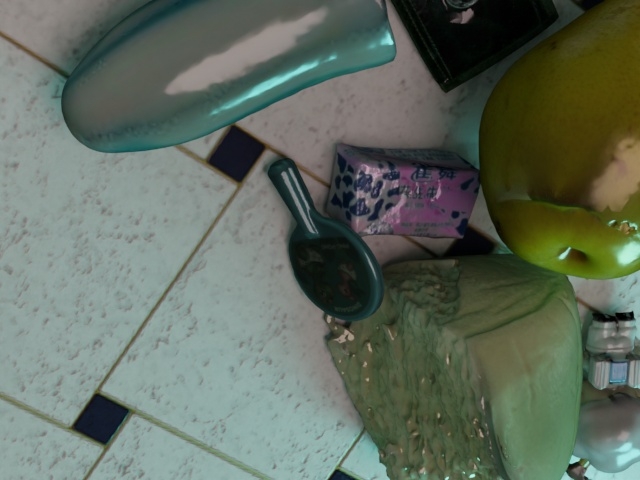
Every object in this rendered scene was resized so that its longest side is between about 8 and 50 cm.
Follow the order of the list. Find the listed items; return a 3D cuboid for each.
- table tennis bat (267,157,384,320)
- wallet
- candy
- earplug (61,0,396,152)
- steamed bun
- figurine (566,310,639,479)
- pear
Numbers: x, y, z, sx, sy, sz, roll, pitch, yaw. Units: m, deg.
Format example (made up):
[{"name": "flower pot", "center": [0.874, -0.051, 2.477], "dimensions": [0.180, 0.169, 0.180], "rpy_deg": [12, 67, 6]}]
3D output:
[{"name": "table tennis bat", "center": [0.000, 0.000, 1.830], "dimensions": [0.033, 0.124, 0.201], "rpy_deg": [-40, 107, -41]}, {"name": "wallet", "center": [0.151, -0.286, 1.802], "dimensions": [0.160, 0.055, 0.236], "rpy_deg": [-34, 122, -1]}, {"name": "candy", "center": [0.090, -0.052, 1.860], "dimensions": [0.160, 0.073, 0.092], "rpy_deg": [2, 112, -26]}, {"name": "earplug", "center": [-0.108, -0.191, 1.658], "dimensions": [0.324, 0.185, 0.185], "rpy_deg": [-27, 120, -6]}, {"name": "steamed bun", "center": [0.189, 0.171, 1.890], "dimensions": [0.273, 0.272, 0.290], "rpy_deg": [-19, 122, -18]}, {"name": "figurine", "center": [0.361, 0.201, 2.080], "dimensions": [0.137, 0.112, 0.229], "rpy_deg": [-2, 102, -19]}, {"name": "pear", "center": [0.302, -0.124, 1.818], "dimensions": [0.285, 0.336, 0.285], "rpy_deg": [0, 144, 0]}]
